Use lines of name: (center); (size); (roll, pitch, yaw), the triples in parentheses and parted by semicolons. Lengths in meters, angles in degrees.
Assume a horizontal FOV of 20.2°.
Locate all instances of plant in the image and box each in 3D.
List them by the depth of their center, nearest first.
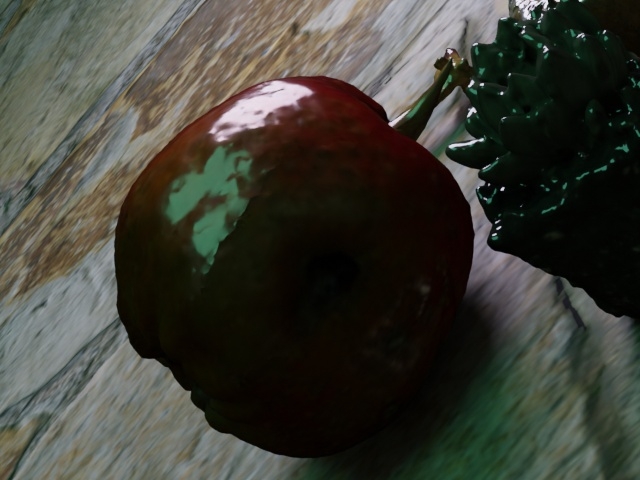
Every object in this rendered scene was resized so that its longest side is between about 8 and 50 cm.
plant: (0.160, -0.046, 1.082); (0.132, 0.194, 0.129); (-40, 22, 22)

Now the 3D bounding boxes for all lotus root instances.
lotus root: (0.201, -0.169, 1.331); (0.112, 0.081, 0.122); (-37, 27, 13)

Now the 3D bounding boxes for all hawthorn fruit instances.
hawthorn fruit: (-0.016, 0.017, 1.257); (0.258, 0.258, 0.262); (-20, 20, 49)

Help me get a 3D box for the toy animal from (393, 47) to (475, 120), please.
toy animal: (0.023, -0.061, 1.508); (0.275, 0.054, 0.149); (-33, 27, 41)
